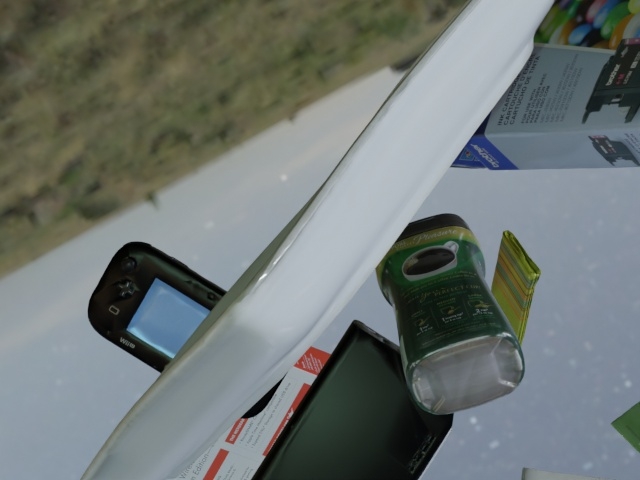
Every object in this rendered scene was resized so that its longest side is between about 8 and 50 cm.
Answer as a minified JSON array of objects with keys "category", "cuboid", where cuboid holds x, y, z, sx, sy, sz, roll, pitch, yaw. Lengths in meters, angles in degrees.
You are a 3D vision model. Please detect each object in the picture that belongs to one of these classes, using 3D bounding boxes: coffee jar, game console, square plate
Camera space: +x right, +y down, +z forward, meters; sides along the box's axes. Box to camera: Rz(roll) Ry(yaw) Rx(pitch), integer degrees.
[{"category":"coffee jar","cuboid":[0.103,0.056,1.177,0.096,0.079,0.184,-17,-144,3]},{"category":"game console","cuboid":[-0.064,0.141,1.352,0.213,0.361,0.044,-58,179,7]},{"category":"square plate","cuboid":[0.000,0.000,0.810,0.344,0.049,0.347,-51,-178,-34]}]

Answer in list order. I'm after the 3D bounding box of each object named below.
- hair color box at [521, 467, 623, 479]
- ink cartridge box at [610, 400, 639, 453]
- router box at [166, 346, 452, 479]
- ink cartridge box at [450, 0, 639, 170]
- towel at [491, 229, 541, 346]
[{"category":"hair color box","cuboid":[0.355,0.521,1.973,0.185,0.375,0.114,5,151,11]},{"category":"ink cartridge box","cuboid":[0.397,0.142,1.372,0.209,0.109,0.062,-35,152,-15]},{"category":"router box","cuboid":[-0.051,0.293,1.734,0.335,0.301,0.082,-59,-159,17]},{"category":"ink cartridge box","cuboid":[0.223,-0.147,1.104,0.311,0.065,0.186,0,-120,55]},{"category":"towel","cuboid":[0.274,0.104,2.048,0.021,0.237,0.102,-9,-138,-16]}]
